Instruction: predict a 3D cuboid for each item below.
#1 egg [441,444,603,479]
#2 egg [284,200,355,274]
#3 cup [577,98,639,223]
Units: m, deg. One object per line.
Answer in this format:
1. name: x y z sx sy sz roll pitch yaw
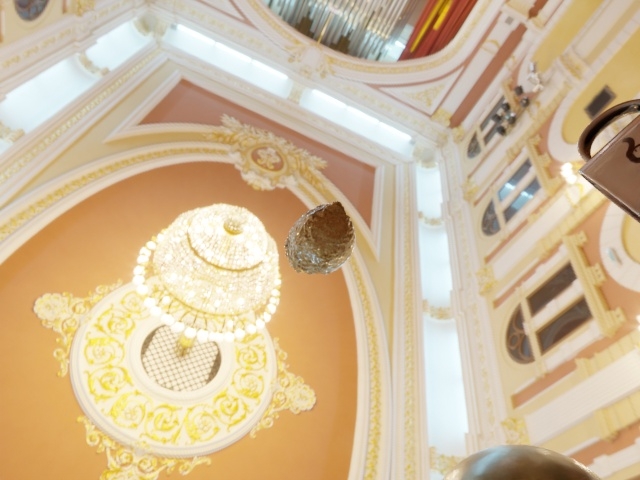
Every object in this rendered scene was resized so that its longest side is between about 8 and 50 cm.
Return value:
1. egg: 0.251 0.393 0.558 0.259 0.352 0.258 -15 -140 13
2. egg: 0.000 0.000 0.805 0.116 0.140 0.118 -4 -118 -57
3. cup: 0.523 -0.135 0.702 0.192 0.200 0.252 23 -153 -34
